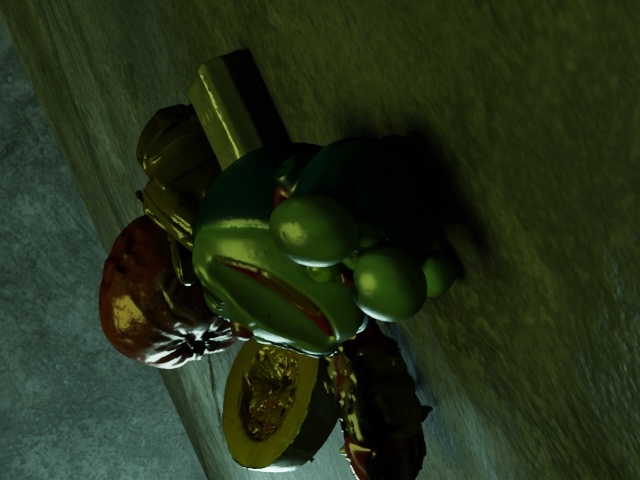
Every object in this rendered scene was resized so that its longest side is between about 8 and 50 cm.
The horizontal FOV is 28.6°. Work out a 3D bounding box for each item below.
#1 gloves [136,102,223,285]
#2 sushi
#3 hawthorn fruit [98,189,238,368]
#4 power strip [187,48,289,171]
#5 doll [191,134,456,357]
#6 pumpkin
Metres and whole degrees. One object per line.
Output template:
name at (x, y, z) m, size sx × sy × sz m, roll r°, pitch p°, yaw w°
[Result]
gloves at (-0.148, -0.065, 1.567) m, size 0.331 × 0.154 × 0.141 m, roll -123°, pitch 15°, yaw -52°
sushi at (0.061, 0.172, 1.339) m, size 0.103 × 0.097 × 0.226 m, roll 163°, pitch 98°, yaw -69°
hawthorn fruit at (-0.214, 0.040, 1.808) m, size 0.242 × 0.242 × 0.271 m, roll 99°, pitch 155°, yaw -63°
power strip at (-0.070, -0.084, 1.432) m, size 0.256 × 0.070 × 0.105 m, roll 64°, pitch 165°, yaw 2°
doll at (-0.001, -0.001, 1.133) m, size 0.198 × 0.186 × 0.322 m, roll 39°, pitch 153°, yaw -19°
pumpkin at (-0.035, 0.210, 1.643) m, size 0.110 × 0.217 × 0.217 m, roll 30°, pitch -176°, yaw -31°
